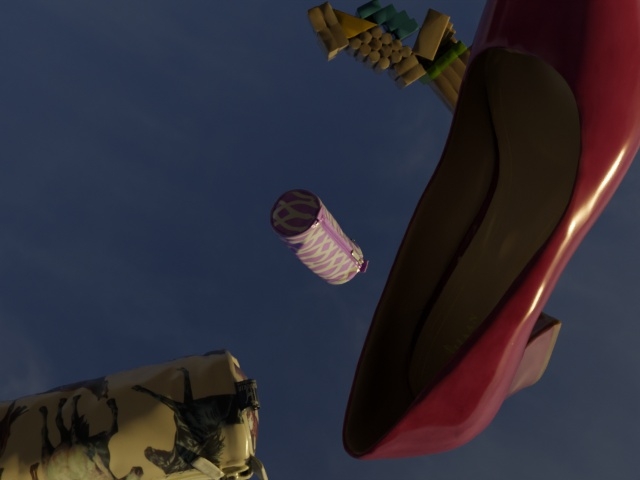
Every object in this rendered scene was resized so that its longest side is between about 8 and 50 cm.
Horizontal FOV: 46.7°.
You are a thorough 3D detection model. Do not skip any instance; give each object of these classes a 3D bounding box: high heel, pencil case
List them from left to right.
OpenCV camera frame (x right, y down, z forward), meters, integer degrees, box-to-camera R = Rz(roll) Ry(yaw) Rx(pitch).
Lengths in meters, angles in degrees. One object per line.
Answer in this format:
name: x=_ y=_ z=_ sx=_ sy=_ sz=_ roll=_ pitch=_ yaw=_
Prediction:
pencil case: x=-0.274 y=0.256 z=0.901 sx=0.410 sy=0.160 sz=0.183 roll=-12 pitch=-147 yaw=-14
pencil case: x=0.000 y=0.000 z=1.124 sx=0.088 sy=0.206 sz=0.086 roll=14 pitch=-106 yaw=30
high heel: x=0.104 y=-0.025 z=0.481 sx=0.181 sy=0.378 sz=0.127 roll=-17 pitch=-153 yaw=-37

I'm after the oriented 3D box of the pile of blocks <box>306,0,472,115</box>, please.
pile of blocks: x=0.148 y=-0.346 z=1.344 sx=0.362 sy=0.112 sz=0.149 roll=24 pitch=-88 yaw=-5
